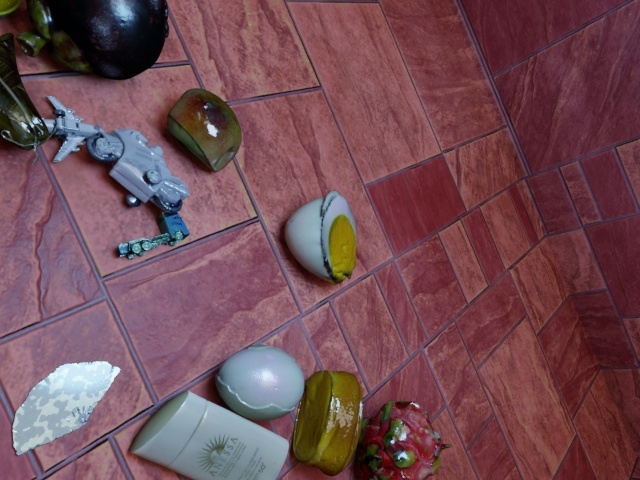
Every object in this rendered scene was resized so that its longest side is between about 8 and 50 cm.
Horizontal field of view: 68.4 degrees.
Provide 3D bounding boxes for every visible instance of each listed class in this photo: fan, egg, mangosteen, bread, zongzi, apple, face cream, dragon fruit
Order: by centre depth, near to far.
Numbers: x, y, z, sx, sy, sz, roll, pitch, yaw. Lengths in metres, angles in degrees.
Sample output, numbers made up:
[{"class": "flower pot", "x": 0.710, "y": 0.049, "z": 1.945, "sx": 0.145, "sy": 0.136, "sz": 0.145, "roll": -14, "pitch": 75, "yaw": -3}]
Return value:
[{"class": "fan", "x": -0.533, "y": 0.335, "z": 0.987, "sx": 0.240, "sy": 0.009, "sz": 0.131, "roll": -42, "pitch": 104, "yaw": -40}, {"class": "zongzi", "x": -0.645, "y": -0.325, "z": 1.013, "sx": 0.247, "sy": 0.111, "sz": 0.241, "roll": 33, "pitch": 55, "yaw": -9}, {"class": "mangosteen", "x": -0.516, "y": -0.535, "z": 1.105, "sx": 0.313, "sy": 0.297, "sz": 0.297, "roll": 13, "pitch": 64, "yaw": 1}, {"class": "face cream", "x": -0.249, "y": 0.486, "z": 1.114, "sx": 0.348, "sy": 0.081, "sz": 0.174, "roll": 38, "pitch": 80, "yaw": -25}, {"class": "egg", "x": -0.157, "y": 0.354, "z": 1.178, "sx": 0.217, "sy": 0.183, "sz": 0.183, "roll": 14, "pitch": 68, "yaw": -39}, {"class": "apple", "x": -0.304, "y": -0.300, "z": 1.268, "sx": 0.188, "sy": 0.174, "sz": 0.207, "roll": 37, "pitch": 9, "yaw": -4}, {"class": "bread", "x": 0.026, "y": 0.489, "z": 1.285, "sx": 0.142, "sy": 0.195, "sz": 0.270, "roll": 25, "pitch": 66, "yaw": -24}, {"class": "dragon fruit", "x": 0.231, "y": 0.603, "z": 1.389, "sx": 0.231, "sy": 0.237, "sz": 0.303, "roll": 32, "pitch": 39, "yaw": -5}, {"class": "egg", "x": 0.000, "y": -0.005, "z": 1.443, "sx": 0.286, "sy": 0.174, "sz": 0.264, "roll": 45, "pitch": 49, "yaw": -51}]

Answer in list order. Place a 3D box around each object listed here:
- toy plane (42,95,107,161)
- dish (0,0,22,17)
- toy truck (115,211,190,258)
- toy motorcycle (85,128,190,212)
[{"class": "toy plane", "x": -0.586, "y": -0.260, "z": 1.096, "sx": 0.171, "sy": 0.065, "sz": 0.162, "roll": -5, "pitch": 76, "yaw": -36}, {"class": "dish", "x": -0.755, "y": -0.547, "z": 1.032, "sx": 0.207, "sy": 0.080, "sz": 0.149, "roll": -44, "pitch": 109, "yaw": -41}, {"class": "toy truck", "x": -0.418, "y": -0.013, "z": 1.160, "sx": 0.175, "sy": 0.067, "sz": 0.081, "roll": -22, "pitch": 85, "yaw": -38}, {"class": "toy motorcycle", "x": -0.434, "y": -0.184, "z": 1.162, "sx": 0.260, "sy": 0.110, "sz": 0.171, "roll": 40, "pitch": 38, "yaw": -21}]
